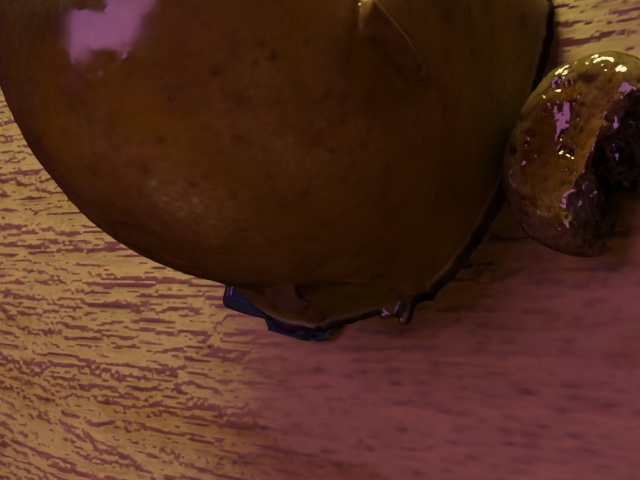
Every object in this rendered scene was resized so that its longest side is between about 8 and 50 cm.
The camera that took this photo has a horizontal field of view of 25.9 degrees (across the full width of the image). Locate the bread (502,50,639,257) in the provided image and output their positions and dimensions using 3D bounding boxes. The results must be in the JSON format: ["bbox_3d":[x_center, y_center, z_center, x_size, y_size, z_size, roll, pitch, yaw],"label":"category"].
[{"bbox_3d":[0.145,-0.050,0.761,0.082,0.060,0.113,38,106,48],"label":"bread"}]

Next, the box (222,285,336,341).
[{"bbox_3d":[-0.023,0.014,0.934,0.074,0.054,0.099,10,88,52],"label":"box"}]

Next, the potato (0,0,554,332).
[{"bbox_3d":[-0.050,-0.154,0.799,0.290,0.296,0.397,-22,57,24],"label":"potato"}]
